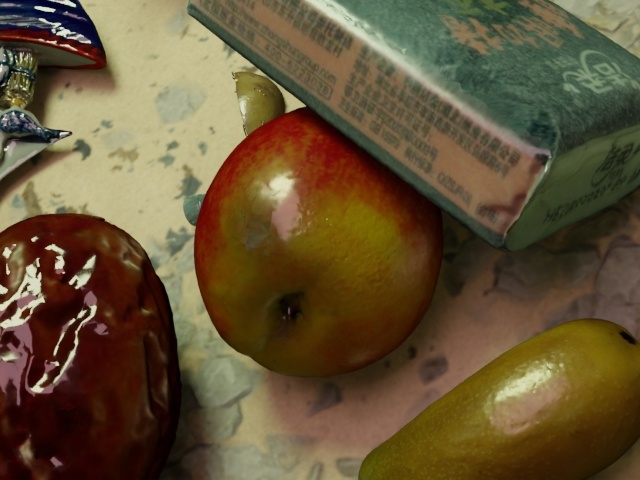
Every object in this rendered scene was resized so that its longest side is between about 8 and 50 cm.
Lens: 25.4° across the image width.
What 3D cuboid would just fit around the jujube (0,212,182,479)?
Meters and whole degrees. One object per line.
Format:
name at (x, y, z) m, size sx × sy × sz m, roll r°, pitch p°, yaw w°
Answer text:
jujube at (-0.198, 0.125, 1.059) m, size 0.197 × 0.197 × 0.290 m, roll -4°, pitch 74°, yaw 21°

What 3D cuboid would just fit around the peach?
peach at (0.000, 0.000, 1.059) m, size 0.190 × 0.190 × 0.192 m, roll 5°, pitch 40°, yaw 25°

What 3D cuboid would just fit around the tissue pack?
tissue pack at (0.089, -0.135, 1.039) m, size 0.316 × 0.103 × 0.228 m, roll 39°, pitch 37°, yaw 25°

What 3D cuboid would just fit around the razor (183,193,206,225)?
razor at (-0.007, -0.060, 1.171) m, size 0.232 × 0.068 × 0.106 m, roll -19°, pitch 54°, yaw 20°

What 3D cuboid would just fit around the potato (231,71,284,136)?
potato at (-0.051, -0.119, 1.230) m, size 0.036 × 0.037 × 0.093 m, roll -18°, pitch 55°, yaw 7°

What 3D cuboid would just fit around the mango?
mango at (0.122, 0.131, 0.955) m, size 0.227 × 0.136 × 0.099 m, roll -29°, pitch 81°, yaw 22°

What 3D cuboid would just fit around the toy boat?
toy boat at (-0.332, -0.106, 1.337) m, size 0.219 × 0.072 × 0.318 m, roll 27°, pitch 84°, yaw 30°
